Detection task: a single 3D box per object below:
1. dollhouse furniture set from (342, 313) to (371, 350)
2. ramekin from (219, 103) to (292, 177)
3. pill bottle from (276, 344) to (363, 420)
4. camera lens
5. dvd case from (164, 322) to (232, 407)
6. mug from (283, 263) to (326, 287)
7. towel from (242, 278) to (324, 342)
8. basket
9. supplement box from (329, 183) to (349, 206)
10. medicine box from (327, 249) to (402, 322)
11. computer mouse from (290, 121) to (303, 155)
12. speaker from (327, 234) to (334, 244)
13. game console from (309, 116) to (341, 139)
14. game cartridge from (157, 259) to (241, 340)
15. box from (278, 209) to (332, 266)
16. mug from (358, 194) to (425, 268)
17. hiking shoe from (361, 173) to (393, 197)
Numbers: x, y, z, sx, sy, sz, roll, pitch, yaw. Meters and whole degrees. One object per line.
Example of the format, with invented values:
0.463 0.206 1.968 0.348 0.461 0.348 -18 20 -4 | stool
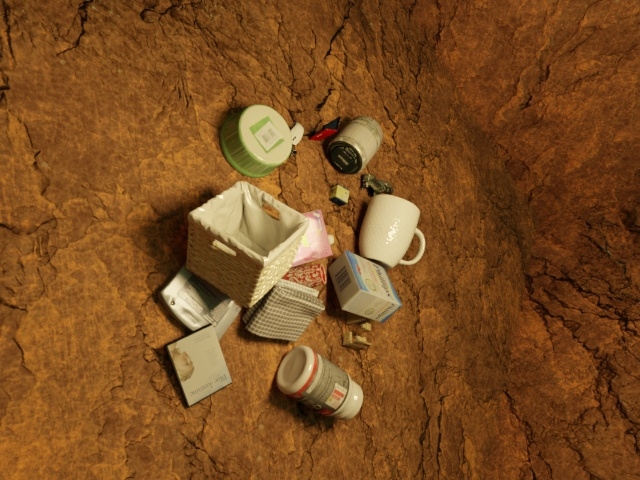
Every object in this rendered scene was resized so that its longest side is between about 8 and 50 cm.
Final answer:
0.201 0.444 2.033 0.123 0.144 0.151 29 49 -38 | dollhouse furniture set
-0.269 -0.438 1.791 0.303 0.148 0.304 10 75 -39 | ramekin
0.006 0.621 1.765 0.363 0.210 0.210 40 58 -27 | pill bottle
0.180 -0.494 2.143 0.219 0.219 0.274 51 53 -20 | camera lens
-0.441 0.455 1.502 0.180 0.022 0.253 -23 104 -32 | dvd case
-0.063 0.163 1.821 0.150 0.169 0.113 20 58 -75 | mug
-0.144 0.296 1.699 0.283 0.121 0.235 24 106 -37 | towel
-0.271 0.006 1.518 0.328 0.267 0.331 31 40 11 | basket
0.097 -0.234 2.124 0.083 0.056 0.083 26 65 -34 | supplement box
0.211 0.224 1.987 0.289 0.149 0.264 24 31 -35 | medicine box
-0.127 -0.506 1.999 0.106 0.042 0.193 37 59 -28 | computer mouse
0.000 0.000 1.993 0.136 0.055 0.055 -5 84 -41 | speaker
0.021 -0.566 2.071 0.124 0.144 0.085 -8 85 -41 | game console
-0.458 0.241 1.553 0.294 0.060 0.196 50 50 -21 | game cartridge
-0.097 -0.004 1.833 0.242 0.117 0.214 -15 91 -26 | box
0.385 -0.012 2.162 0.373 0.276 0.328 24 76 -15 | mug
0.314 -0.289 2.320 0.226 0.086 0.114 20 82 -30 | hiking shoe
